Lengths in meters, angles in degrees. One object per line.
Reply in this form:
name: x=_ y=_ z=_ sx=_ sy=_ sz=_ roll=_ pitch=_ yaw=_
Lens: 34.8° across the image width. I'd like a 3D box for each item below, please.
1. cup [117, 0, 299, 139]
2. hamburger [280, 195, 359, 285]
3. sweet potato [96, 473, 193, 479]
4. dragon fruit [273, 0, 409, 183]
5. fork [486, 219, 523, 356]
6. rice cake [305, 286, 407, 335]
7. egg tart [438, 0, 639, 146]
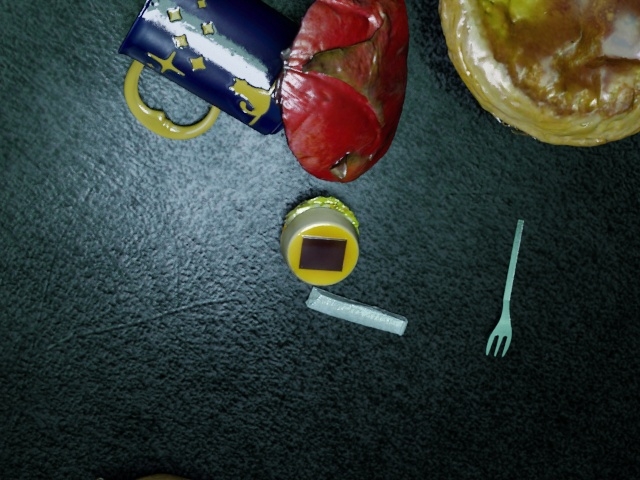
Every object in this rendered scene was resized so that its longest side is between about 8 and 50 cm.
cup: x=-0.154 y=-0.265 z=1.501 sx=0.256 sy=0.255 sz=0.178 roll=31 pitch=60 yaw=-15
hamburger: x=0.000 y=0.000 z=1.594 sx=0.126 sy=0.081 sz=0.141 roll=-11 pitch=116 yaw=-2
sweet potato: x=-0.238 y=0.435 z=1.673 sx=0.285 sy=0.085 sz=0.112 roll=13 pitch=135 yaw=-20
dragon fruit: x=0.047 y=-0.214 z=1.436 sx=0.282 sy=0.100 sz=0.344 roll=-27 pitch=132 yaw=-44
fork: x=0.308 y=0.082 z=1.678 sx=0.039 sy=0.021 sz=0.235 roll=6 pitch=103 yaw=-11
rice cake: x=0.059 y=0.115 z=1.653 sx=0.170 sy=0.029 sz=0.033 roll=18 pitch=107 yaw=-9
egg tart: x=0.380 y=-0.358 z=1.506 sx=0.443 sy=0.178 sz=0.443 roll=-2 pitch=105 yaw=-8
